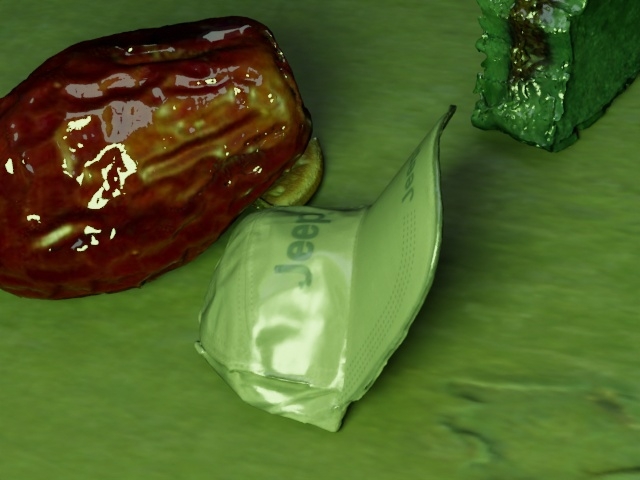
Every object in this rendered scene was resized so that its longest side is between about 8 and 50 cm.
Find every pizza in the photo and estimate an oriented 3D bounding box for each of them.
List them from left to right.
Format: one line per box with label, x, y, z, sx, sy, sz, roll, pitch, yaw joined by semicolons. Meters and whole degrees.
pizza;-0.032;-0.054;1.500;0.100;0.029;0.099;30;49;34

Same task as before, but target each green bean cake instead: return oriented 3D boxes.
green bean cake;0.194;-0.204;1.472;0.107;0.208;0.193;26;53;37

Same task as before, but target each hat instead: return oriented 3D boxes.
hat;0.000;0.000;1.314;0.149;0.245;0.214;13;43;-4

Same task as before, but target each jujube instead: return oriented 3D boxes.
jujube;-0.150;-0.064;1.406;0.290;0.197;0.197;-26;43;1
